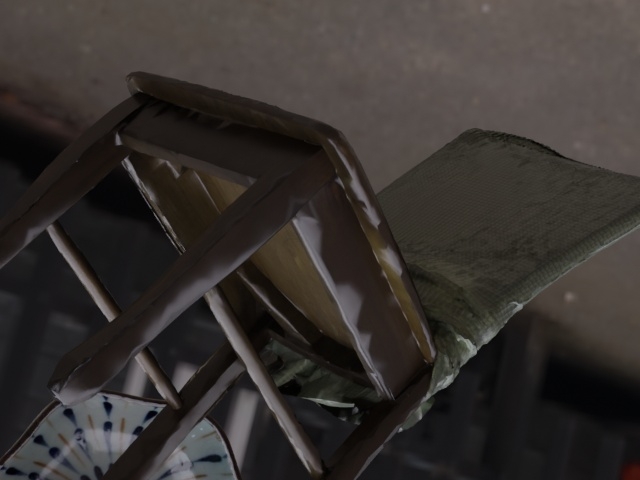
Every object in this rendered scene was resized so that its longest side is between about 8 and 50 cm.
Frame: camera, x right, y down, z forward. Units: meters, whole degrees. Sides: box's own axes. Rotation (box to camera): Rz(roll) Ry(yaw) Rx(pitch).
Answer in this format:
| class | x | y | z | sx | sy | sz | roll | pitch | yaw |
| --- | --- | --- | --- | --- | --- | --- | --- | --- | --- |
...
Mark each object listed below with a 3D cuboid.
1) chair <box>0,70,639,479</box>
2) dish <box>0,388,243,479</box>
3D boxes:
| class | x | y | z | sx | sy | sz | roll | pitch | yaw |
| --- | --- | --- | --- | --- | --- | --- | --- | --- | --- |
| chair | 0.000 | 0.000 | 0.845 | 0.160 | 0.319 | 0.186 | 18 | 145 | 50 |
| dish | -0.139 | 0.187 | 1.266 | 0.190 | 0.191 | 0.066 | 16 | -178 | -10 |
